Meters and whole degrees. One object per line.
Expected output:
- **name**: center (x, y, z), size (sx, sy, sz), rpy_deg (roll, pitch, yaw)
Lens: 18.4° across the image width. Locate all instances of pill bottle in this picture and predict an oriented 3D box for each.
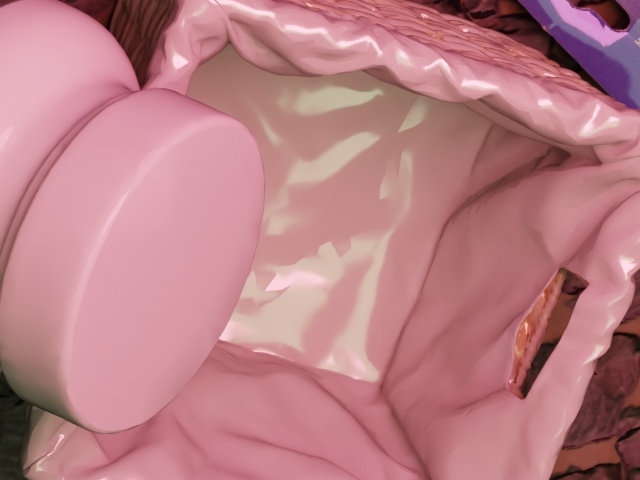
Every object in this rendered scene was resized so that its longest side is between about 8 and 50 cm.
- **pill bottle**: center (-0.224, -0.051, 1.038), size (0.363, 0.210, 0.210), rpy_deg (24, 109, 23)

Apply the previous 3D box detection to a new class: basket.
- **basket**: center (0.000, 0.000, 1.273), size (0.331, 0.266, 0.328), rpy_deg (16, 107, -16)

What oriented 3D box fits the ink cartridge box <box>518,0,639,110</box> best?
- **ink cartridge box**: center (0.261, -0.246, 1.296), size (0.303, 0.072, 0.307), rpy_deg (45, 96, -6)
